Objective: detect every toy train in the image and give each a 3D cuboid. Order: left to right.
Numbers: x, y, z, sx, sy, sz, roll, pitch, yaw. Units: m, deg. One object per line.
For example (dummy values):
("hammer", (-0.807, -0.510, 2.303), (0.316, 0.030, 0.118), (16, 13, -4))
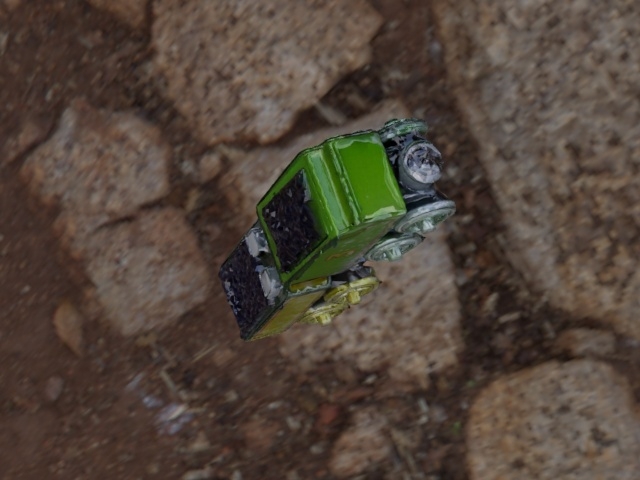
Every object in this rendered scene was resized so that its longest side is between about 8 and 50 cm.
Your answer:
("toy train", (0.000, 0.000, 0.781), (0.081, 0.202, 0.060), (-13, 74, -25))
